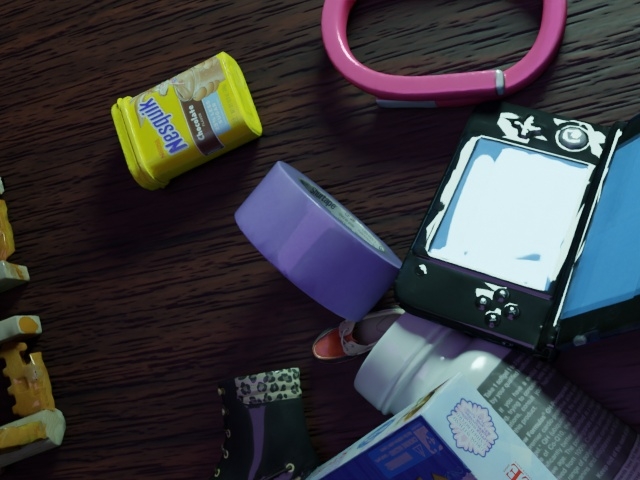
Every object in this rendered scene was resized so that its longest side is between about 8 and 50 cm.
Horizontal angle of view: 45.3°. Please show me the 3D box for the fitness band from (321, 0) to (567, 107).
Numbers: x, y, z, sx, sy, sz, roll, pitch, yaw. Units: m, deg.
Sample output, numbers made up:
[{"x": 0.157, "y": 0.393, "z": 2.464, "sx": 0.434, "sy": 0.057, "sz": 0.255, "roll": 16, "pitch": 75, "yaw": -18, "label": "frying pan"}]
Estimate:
[{"x": 0.143, "y": -0.267, "z": 0.918, "sx": 0.291, "sy": 0.054, "sz": 0.209, "roll": 1, "pitch": 84, "yaw": 18, "label": "fitness band"}]

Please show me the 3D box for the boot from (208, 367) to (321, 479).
[{"x": -0.111, "y": 0.262, "z": 0.931, "sx": 0.236, "sy": 0.085, "sz": 0.179, "roll": -15, "pitch": 77, "yaw": 11, "label": "boot"}]

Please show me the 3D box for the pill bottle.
[{"x": 0.193, "y": 0.205, "z": 0.782, "sx": 0.318, "sy": 0.176, "sz": 0.176, "roll": 39, "pitch": 97, "yaw": 18, "label": "pill bottle"}]

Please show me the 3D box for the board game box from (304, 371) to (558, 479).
[{"x": 0.141, "y": 0.314, "z": 0.719, "sx": 0.318, "sy": 0.066, "sz": 0.319, "roll": 47, "pitch": 142, "yaw": 8, "label": "board game box"}]

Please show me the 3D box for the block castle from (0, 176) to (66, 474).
[{"x": -0.534, "y": 0.101, "z": 0.981, "sx": 0.213, "sy": 0.303, "sz": 0.453, "roll": -21, "pitch": 78, "yaw": 9, "label": "block castle"}]

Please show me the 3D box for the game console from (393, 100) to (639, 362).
[{"x": 0.231, "y": -0.052, "z": 0.742, "sx": 0.250, "sy": 0.173, "sz": 0.293, "roll": 18, "pitch": 61, "yaw": 18, "label": "game console"}]

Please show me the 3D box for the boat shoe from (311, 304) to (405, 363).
[{"x": 0.048, "y": 0.112, "z": 0.913, "sx": 0.137, "sy": 0.043, "sz": 0.049, "roll": -21, "pitch": 79, "yaw": 17, "label": "boat shoe"}]

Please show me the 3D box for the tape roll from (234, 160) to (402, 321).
[{"x": 0.000, "y": 0.000, "z": 0.865, "sx": 0.189, "sy": 0.189, "sz": 0.080, "roll": 44, "pitch": 99, "yaw": 18, "label": "tape roll"}]

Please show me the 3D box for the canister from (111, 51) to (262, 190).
[{"x": -0.174, "y": -0.157, "z": 1.004, "sx": 0.170, "sy": 0.073, "sz": 0.126, "roll": -23, "pitch": 77, "yaw": 14, "label": "canister"}]
